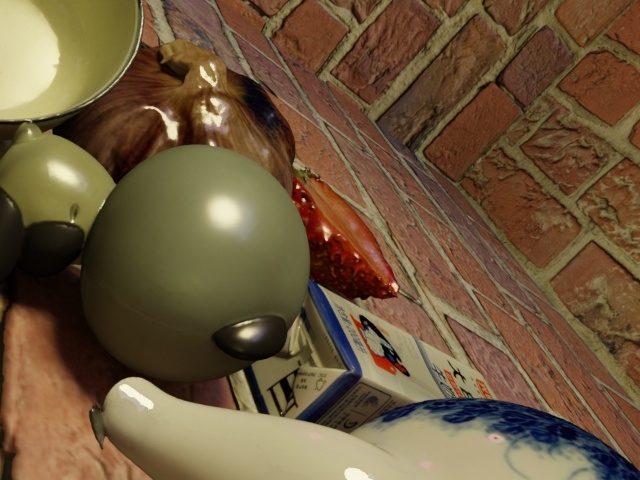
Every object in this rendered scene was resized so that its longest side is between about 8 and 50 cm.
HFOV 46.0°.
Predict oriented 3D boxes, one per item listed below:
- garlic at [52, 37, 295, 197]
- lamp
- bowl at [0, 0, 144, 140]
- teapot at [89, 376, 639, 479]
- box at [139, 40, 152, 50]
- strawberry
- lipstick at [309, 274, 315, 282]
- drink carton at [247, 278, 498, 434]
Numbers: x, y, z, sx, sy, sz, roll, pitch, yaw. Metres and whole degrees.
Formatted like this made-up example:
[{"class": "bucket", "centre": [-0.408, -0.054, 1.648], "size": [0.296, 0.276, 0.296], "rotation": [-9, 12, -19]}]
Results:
[{"class": "garlic", "centre": [-0.133, -0.106, 0.744], "size": [0.245, 0.160, 0.245], "rotation": [16, 44, -16]}, {"class": "lamp", "centre": [-0.128, 0.006, 0.575], "size": [0.244, 0.198, 0.198], "rotation": [18, 20, -6]}, {"class": "bowl", "centre": [-0.281, -0.185, 0.635], "size": [0.237, 0.126, 0.238], "rotation": [9, 70, -27]}, {"class": "teapot", "centre": [0.052, 0.209, 0.388], "size": [0.424, 0.280, 0.252], "rotation": [54, 51, -29]}, {"class": "box", "centre": [-0.258, -0.243, 1.118], "size": [0.325, 0.047, 0.180], "rotation": [29, 21, -38]}, {"class": "strawberry", "centre": [0.006, 0.000, 1.034], "size": [0.228, 0.098, 0.174], "rotation": [44, 17, -6]}, {"class": "lipstick", "centre": [-0.086, 0.001, 0.833], "size": [0.300, 0.081, 0.081], "rotation": [47, 16, 22]}, {"class": "drink carton", "centre": [0.076, 0.166, 0.757], "size": [0.315, 0.106, 0.130], "rotation": [31, 21, -39]}]
